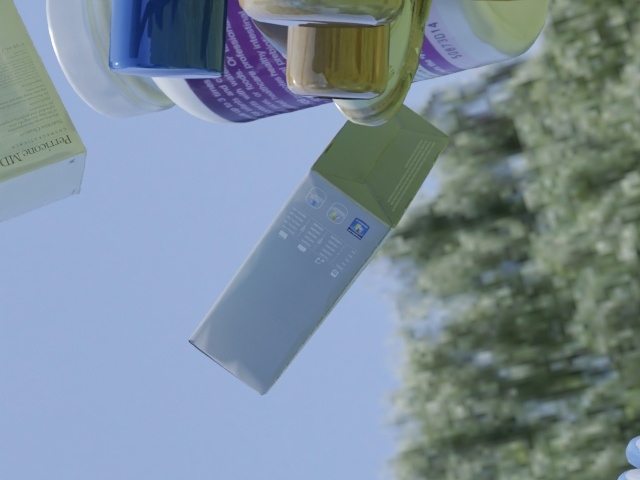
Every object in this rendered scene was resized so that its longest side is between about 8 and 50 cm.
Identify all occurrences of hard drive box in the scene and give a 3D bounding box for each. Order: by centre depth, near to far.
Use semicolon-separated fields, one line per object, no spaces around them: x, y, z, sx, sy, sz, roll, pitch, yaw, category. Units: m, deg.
0.000;0.000;1.644;0.089;0.232;0.181;36;-146;0;hard drive box

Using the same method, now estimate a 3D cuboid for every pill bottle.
-0.020;-0.168;1.174;0.169;0.301;0.169;32;-128;-54;pill bottle

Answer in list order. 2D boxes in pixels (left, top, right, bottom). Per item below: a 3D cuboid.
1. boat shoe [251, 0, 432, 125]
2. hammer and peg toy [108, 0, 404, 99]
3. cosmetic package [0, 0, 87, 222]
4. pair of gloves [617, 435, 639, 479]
0.019;-0.194;0.959;0.089;0.104;0.285;55;-142;-51;boat shoe
-0.039;-0.113;0.485;0.361;0.266;0.127;2;-89;-43;hammer and peg toy
-0.243;-0.031;0.891;0.099;0.239;0.060;62;160;17;cosmetic package
0.154;0.138;0.801;0.023;0.159;0.198;32;-106;-15;pair of gloves
